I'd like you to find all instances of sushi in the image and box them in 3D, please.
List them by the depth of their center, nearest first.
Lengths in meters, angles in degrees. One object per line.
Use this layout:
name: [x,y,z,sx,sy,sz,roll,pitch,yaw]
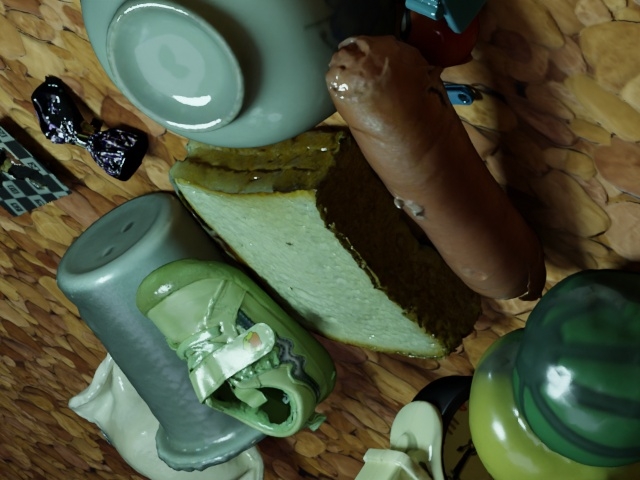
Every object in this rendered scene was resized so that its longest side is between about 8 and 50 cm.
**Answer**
sushi: [-0.408,-0.101,2.294,0.139,0.031,0.201,44,151,-19]

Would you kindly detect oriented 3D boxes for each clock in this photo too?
clock: [0.206,0.337,2.045,0.379,0.276,0.120,49,154,-22]

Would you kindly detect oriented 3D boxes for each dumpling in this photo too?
dumpling: [-0.199,0.254,2.587,0.318,0.187,0.243,29,117,-8]

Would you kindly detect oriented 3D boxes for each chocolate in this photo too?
chocolate: [-0.273,-0.130,2.044,0.147,0.072,0.070,36,-162,16]

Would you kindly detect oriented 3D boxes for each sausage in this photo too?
sausage: [0.112,-0.054,1.560,0.094,0.094,0.419,-13,149,18]

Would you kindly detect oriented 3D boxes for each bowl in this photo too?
bowl: [-0.093,-0.184,1.482,0.289,0.146,0.289,14,132,16]

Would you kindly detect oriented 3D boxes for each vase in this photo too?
vase: [-0.181,0.104,2.149,0.245,0.245,0.291,0,134,52]

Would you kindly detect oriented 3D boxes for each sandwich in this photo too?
sandwich: [0.000,0.000,1.883,0.271,0.099,0.301,13,152,49]

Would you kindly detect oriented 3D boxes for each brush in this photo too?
brush: [0.081,-0.135,1.629,0.164,0.014,0.051,4,143,47]

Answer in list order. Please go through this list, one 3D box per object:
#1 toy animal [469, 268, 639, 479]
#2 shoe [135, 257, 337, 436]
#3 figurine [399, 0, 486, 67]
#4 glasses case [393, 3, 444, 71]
toy animal: [0.246,0.158,1.707,0.191,0.216,0.338,6,149,-7]
shoe: [-0.088,0.120,1.980,0.262,0.128,0.140,38,118,-23]
figurine: [0.100,-0.193,1.439,0.075,0.068,0.140,28,162,26]
glasses case: [0.029,-0.187,1.566,0.170,0.041,0.064,18,152,31]
